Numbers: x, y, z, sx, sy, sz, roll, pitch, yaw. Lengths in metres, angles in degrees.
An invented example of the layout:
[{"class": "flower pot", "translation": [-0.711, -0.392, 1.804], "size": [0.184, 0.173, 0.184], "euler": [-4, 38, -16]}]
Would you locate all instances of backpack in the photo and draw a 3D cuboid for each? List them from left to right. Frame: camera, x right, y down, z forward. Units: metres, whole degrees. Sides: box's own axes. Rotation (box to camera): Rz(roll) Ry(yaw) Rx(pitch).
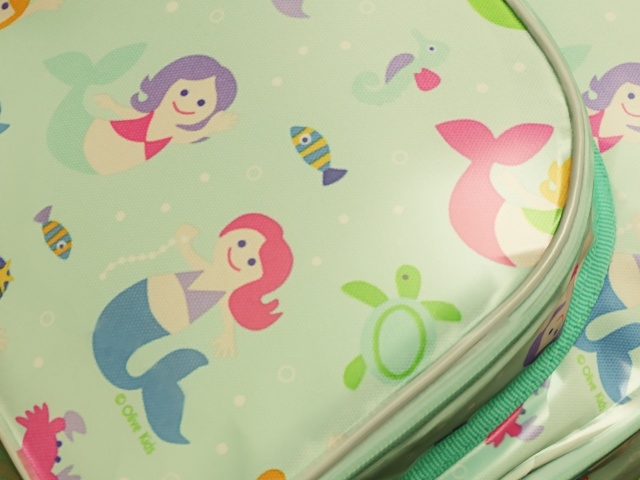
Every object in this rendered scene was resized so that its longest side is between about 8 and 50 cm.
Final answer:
[{"class": "backpack", "translation": [0.000, 0.000, 0.540], "size": [0.253, 0.191, 0.225], "euler": [-30, 65, -11]}]
